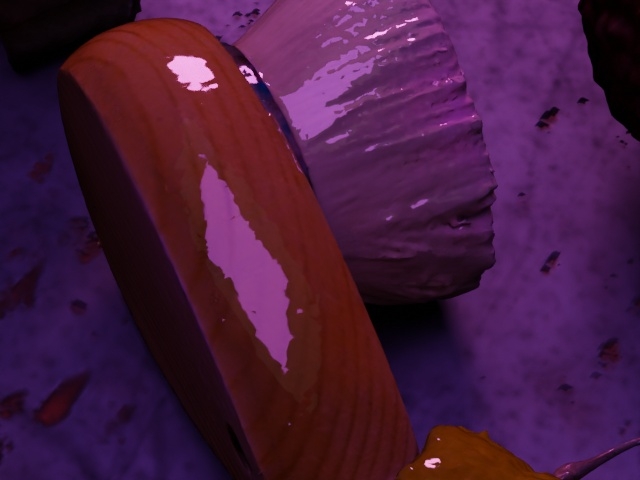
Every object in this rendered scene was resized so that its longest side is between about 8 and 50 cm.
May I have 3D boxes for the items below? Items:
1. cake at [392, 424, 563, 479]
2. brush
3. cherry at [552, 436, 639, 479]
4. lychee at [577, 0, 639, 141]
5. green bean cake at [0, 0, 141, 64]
[{"bbox_3d":[0.042,0.213,0.570,0.156,0.179,0.260,26,67,16],"label":"cake"},{"bbox_3d":[0.000,0.000,0.692,0.166,0.174,0.267,-19,53,-15],"label":"brush"},{"bbox_3d":[0.208,0.154,0.639,0.188,0.148,0.115,-14,16,-15],"label":"cherry"},{"bbox_3d":[0.256,-0.120,0.728,0.260,0.260,0.260,-1,60,1],"label":"lychee"},{"bbox_3d":[-0.161,-0.212,0.824,0.094,0.173,0.181,-20,59,-8],"label":"green bean cake"}]
